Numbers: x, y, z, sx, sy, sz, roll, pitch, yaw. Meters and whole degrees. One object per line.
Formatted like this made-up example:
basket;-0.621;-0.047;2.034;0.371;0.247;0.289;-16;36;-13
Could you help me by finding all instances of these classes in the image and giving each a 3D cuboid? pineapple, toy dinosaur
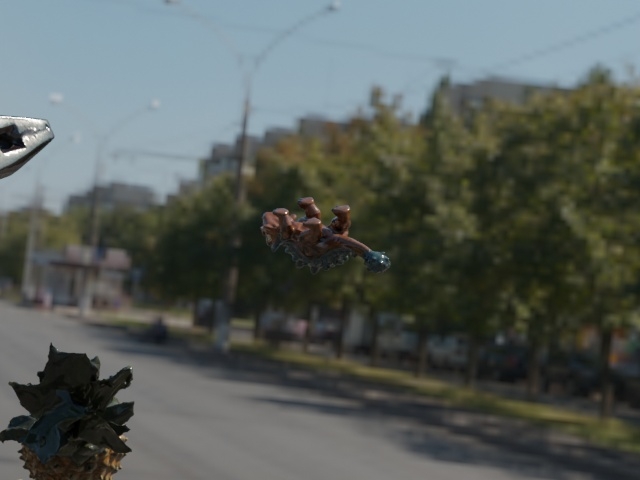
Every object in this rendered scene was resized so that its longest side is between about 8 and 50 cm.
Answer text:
pineapple;-0.233;0.183;1.773;0.130;0.119;0.277;34;-16;4
toy dinosaur;0.000;0.000;1.495;0.049;0.055;0.154;-20;27;-36

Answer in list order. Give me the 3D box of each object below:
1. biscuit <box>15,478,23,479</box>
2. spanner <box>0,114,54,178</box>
biscuit;-0.361;0.337;1.863;0.016;0.139;0.231;32;15;-5
spanner;-0.313;-0.050;1.331;0.040;0.095;0.325;-33;-8;38
